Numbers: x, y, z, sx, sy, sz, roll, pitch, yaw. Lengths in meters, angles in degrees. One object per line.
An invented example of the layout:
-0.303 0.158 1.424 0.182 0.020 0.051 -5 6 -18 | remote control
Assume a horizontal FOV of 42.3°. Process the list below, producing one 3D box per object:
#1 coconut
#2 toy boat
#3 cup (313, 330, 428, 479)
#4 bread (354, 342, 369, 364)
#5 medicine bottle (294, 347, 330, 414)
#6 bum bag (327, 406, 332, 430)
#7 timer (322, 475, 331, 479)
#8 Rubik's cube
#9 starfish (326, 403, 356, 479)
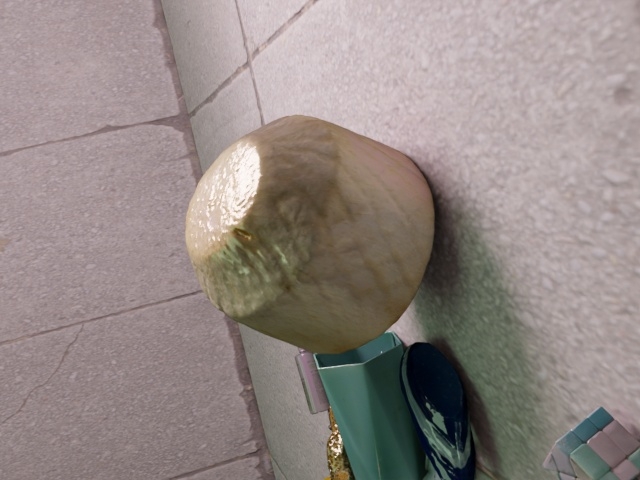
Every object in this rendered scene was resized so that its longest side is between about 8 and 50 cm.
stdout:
0.000 0.000 1.046 0.329 0.328 0.329 166 90 -76 | coconut
0.148 0.250 1.131 0.292 0.070 0.210 95 165 -69 | toy boat
0.087 0.271 1.272 0.134 0.148 0.236 2 113 58 | cup
0.069 0.238 1.440 0.207 0.056 0.287 -140 36 -66 | bread
-0.023 0.287 1.861 0.057 0.057 0.199 136 118 -74 | medicine bottle
0.042 0.342 1.675 0.198 0.049 0.087 91 155 -46 | bum bag
0.049 0.485 1.660 0.107 0.109 0.107 166 90 -77 | timer
0.234 0.197 0.704 0.073 0.075 0.084 98 153 -52 | Rubik's cube
0.055 0.422 1.452 0.358 0.078 0.347 59 -170 -60 | starfish
